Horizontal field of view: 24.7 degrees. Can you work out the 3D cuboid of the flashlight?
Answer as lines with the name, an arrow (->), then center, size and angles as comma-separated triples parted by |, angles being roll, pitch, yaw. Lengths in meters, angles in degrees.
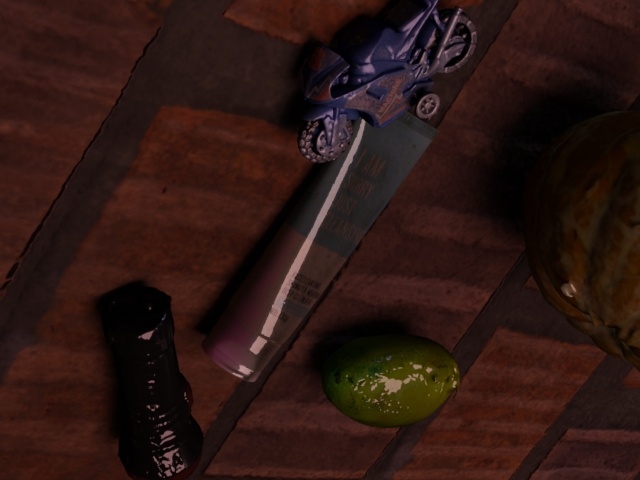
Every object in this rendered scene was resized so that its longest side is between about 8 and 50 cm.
flashlight -> -0.164, 0.142, 1.435 | 0.093, 0.093, 0.232 | -23, 137, -23

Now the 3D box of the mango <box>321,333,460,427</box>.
mango -> 0.074, 0.151, 1.642 | 0.178, 0.100, 0.119 | 9, 128, -41

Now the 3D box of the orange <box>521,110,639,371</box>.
orange -> 0.363, 0.006, 1.563 | 0.249, 0.329, 0.329 | -55, 145, -11

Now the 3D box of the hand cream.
hand cream -> 0.000, 0.000, 1.450 | 0.111, 0.070, 0.312 | 25, 105, -43

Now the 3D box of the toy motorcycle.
toy motorcycle -> 0.053, -0.159, 1.331 | 0.205, 0.076, 0.114 | -37, 133, -7
